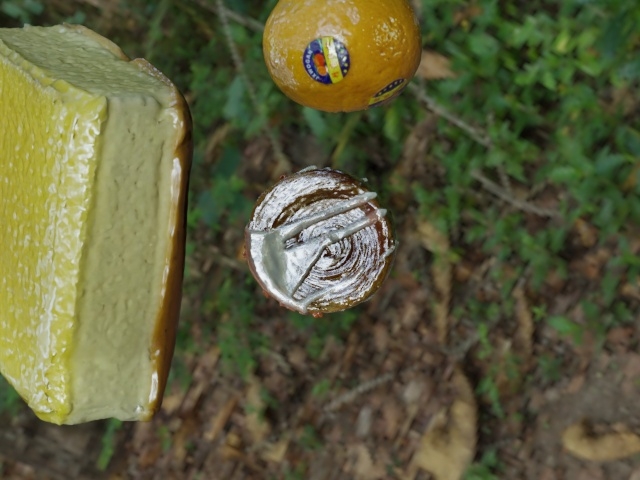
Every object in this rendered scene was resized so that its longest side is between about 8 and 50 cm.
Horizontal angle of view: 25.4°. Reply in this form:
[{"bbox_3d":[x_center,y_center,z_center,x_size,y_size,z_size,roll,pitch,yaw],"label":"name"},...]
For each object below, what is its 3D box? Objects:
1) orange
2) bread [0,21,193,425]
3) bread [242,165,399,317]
[{"bbox_3d":[0.024,-0.219,1.566,0.178,0.155,0.177,-15,16,4],"label":"orange"},{"bbox_3d":[-0.248,-0.022,1.380,0.324,0.143,0.333,35,121,52],"label":"bread"},{"bbox_3d":[0.000,0.000,1.476,0.160,0.160,0.073,-59,-2,10],"label":"bread"}]
